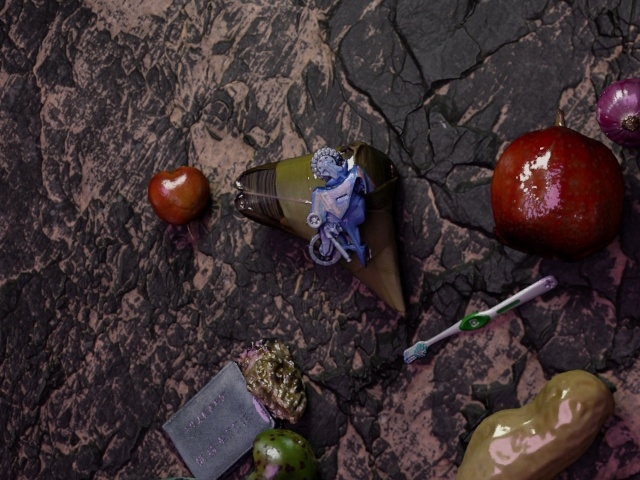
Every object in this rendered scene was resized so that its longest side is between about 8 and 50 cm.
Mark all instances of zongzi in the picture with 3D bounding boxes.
[{"bbox_3d":[0.000,0.000,1.911,0.289,0.154,0.318,-11,84,26],"label":"zongzi"}]

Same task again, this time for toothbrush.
[{"bbox_3d":[0.273,0.135,1.830,0.304,0.030,0.030,-31,72,18],"label":"toothbrush"}]

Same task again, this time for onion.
[{"bbox_3d":[0.507,-0.210,1.724,0.115,0.104,0.115,4,125,6],"label":"onion"}]

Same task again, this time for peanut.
[{"bbox_3d":[0.334,0.329,1.714,0.319,0.147,0.147,-47,67,17],"label":"peanut"}]

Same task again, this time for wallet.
[{"bbox_3d":[-0.190,0.352,2.020,0.222,0.036,0.167,-42,68,16],"label":"wallet"}]

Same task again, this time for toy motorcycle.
[{"bbox_3d":[0.036,-0.054,1.787,0.114,0.076,0.205,2,102,3],"label":"toy motorcycle"}]

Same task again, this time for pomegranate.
[{"bbox_3d":[-0.071,0.427,1.894,0.122,0.143,0.169,20,83,26],"label":"pomegranate"}]

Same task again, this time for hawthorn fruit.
[{"bbox_3d":[-0.280,-0.085,2.072,0.125,0.125,0.140,25,124,26],"label":"hawthorn fruit"},{"bbox_3d":[0.386,-0.088,1.712,0.215,0.215,0.250,1,80,26],"label":"hawthorn fruit"}]

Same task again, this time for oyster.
[{"bbox_3d":[-0.085,0.261,1.956,0.105,0.056,0.177,-19,67,-7],"label":"oyster"}]

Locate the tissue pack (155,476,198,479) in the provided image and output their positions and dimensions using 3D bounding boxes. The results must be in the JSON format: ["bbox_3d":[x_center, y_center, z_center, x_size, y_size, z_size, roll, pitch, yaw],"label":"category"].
[{"bbox_3d":[-0.408,0.615,2.020,0.388,0.162,0.288,-14,80,27],"label":"tissue pack"}]
